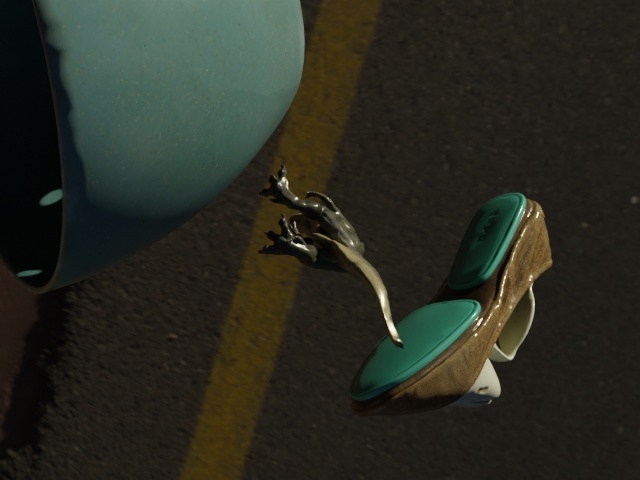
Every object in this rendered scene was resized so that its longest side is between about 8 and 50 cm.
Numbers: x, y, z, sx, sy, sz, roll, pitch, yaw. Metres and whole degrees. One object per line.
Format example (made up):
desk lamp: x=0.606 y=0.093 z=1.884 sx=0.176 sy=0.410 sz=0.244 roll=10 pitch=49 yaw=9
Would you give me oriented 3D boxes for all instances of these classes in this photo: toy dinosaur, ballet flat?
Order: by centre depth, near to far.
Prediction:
toy dinosaur: x=0.000 y=0.000 z=1.071 sx=0.118 sy=0.268 sz=0.064 roll=33 pitch=102 yaw=-25
ballet flat: x=0.156 y=0.092 z=1.216 sx=0.124 sy=0.116 sz=0.342 roll=57 pitch=47 yaw=-21

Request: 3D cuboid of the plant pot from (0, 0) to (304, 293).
plant pot: x=-0.127 y=-0.131 z=0.761 sx=0.195 sy=0.290 sz=0.290 roll=-16 pitch=104 yaw=-28
